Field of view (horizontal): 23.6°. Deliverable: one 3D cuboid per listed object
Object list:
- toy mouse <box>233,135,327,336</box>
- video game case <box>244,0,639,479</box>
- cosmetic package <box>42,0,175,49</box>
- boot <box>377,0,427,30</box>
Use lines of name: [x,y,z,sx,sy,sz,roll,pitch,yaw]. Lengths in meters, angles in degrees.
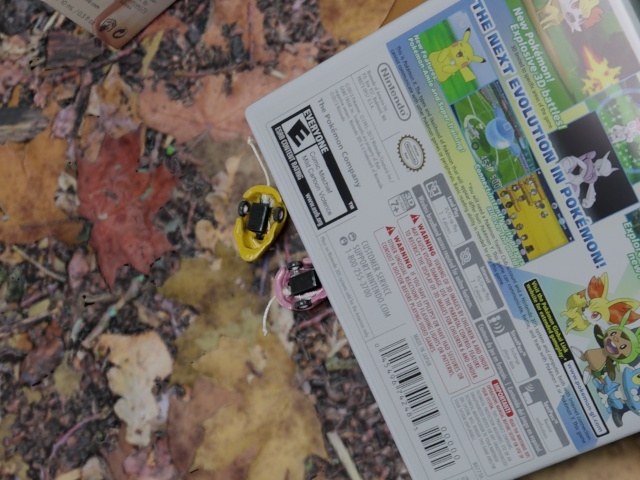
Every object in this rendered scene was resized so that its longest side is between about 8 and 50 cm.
toy mouse: [0.000,0.000,1.207,0.143,0.031,0.161,3,78,25]
video game case: [0.130,-0.011,1.061,0.300,0.036,0.329,-27,85,30]
cosmetic package: [-0.126,-0.323,1.292,0.296,0.129,0.153,-38,63,12]
boot: [0.086,-0.197,1.182,0.283,0.109,0.220,-21,61,30]
